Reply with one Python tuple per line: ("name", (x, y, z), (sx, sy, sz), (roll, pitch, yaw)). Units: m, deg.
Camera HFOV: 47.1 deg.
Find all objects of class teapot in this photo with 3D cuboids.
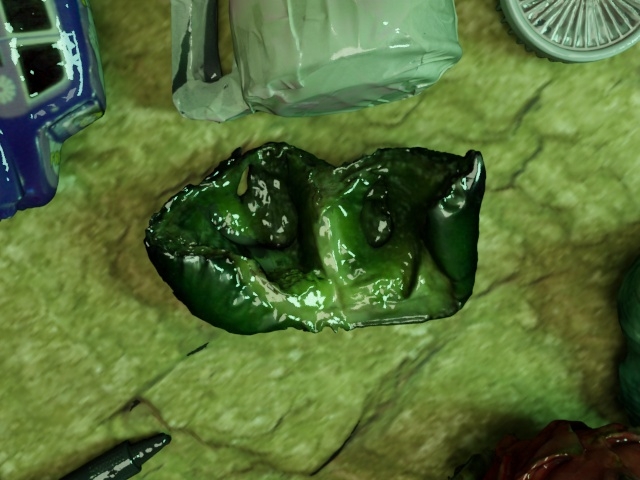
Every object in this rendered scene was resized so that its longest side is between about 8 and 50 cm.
("teapot", (-0.007, -0.187, 0.559), (0.163, 0.221, 0.178), (-10, 91, -37))

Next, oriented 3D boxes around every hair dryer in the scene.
("hair dryer", (-0.248, 0.239, 0.641), (0.255, 0.128, 0.070), (-30, 98, -5))

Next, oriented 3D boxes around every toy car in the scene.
("toy car", (-0.245, -0.127, 0.551), (0.158, 0.172, 0.235), (-10, 105, -12))

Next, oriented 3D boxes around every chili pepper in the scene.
("chili pepper", (-0.003, -0.002, 0.603), (0.264, 0.116, 0.148), (-7, 112, 2))

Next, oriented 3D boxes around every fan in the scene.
("fan", (0.188, -0.259, 0.563), (0.130, 0.074, 0.244), (-14, 99, 3))

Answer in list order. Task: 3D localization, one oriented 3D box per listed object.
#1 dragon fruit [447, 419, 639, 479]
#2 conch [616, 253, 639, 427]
("dragon fruit", (0.230, 0.265, 0.566), (0.299, 0.244, 0.244), (-8, 103, 40))
("conch", (0.319, 0.078, 0.593), (0.202, 0.134, 0.196), (44, 96, -8))
